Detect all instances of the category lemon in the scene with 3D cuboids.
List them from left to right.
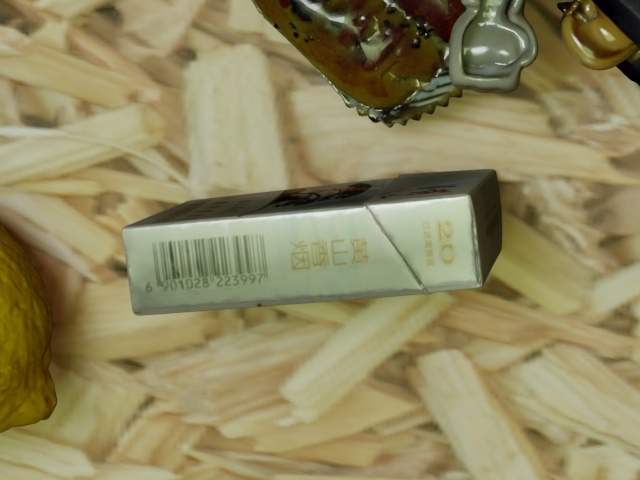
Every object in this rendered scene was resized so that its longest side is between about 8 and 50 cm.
[{"bbox_3d":[-0.298,0.051,1.070,0.256,0.188,0.188,35,103,2],"label":"lemon"}]

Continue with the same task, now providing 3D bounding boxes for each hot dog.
[{"bbox_3d":[0.015,-0.206,1.021,0.162,0.082,0.270,-40,90,15],"label":"hot dog"}]

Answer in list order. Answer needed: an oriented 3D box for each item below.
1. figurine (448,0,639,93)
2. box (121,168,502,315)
[{"bbox_3d":[0.193,-0.207,0.950,0.308,0.143,0.308,2,99,10],"label":"figurine"},{"bbox_3d":[0.001,0.000,1.018,0.233,0.149,0.067,-5,100,12],"label":"box"}]
